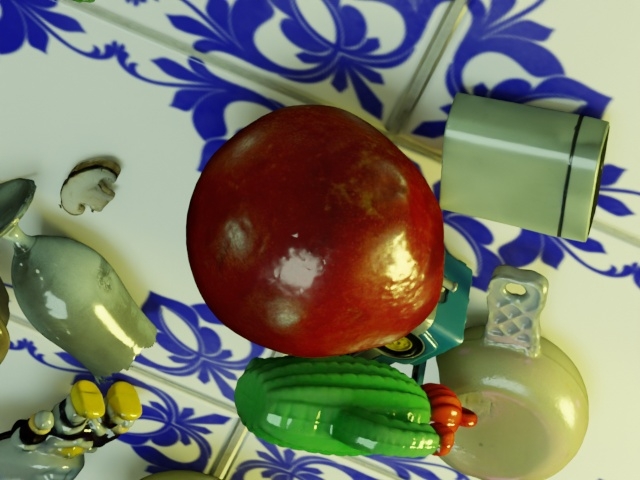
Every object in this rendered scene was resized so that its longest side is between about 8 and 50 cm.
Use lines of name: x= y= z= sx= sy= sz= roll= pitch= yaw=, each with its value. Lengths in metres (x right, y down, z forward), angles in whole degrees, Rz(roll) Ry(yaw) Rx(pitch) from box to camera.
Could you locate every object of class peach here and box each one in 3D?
peach: x=0.000 y=0.000 z=1.576 sx=0.243 sy=0.199 sz=0.243 roll=25 pitch=154 yaw=14

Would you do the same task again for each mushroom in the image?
mushroom: x=-0.220 y=-0.051 z=1.766 sx=0.049 sy=0.019 sz=0.101 roll=35 pitch=141 yaw=-16

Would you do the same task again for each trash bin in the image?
trash bin: x=0.170 y=-0.062 z=1.553 sx=0.130 sy=0.059 sz=0.116 roll=13 pitch=139 yaw=11

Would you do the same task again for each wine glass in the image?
wine glass: x=-0.254 y=0.042 z=1.827 sx=0.103 sy=0.103 sz=0.222 roll=-14 pitch=130 yaw=35

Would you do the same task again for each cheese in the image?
cheese: x=0.176 y=0.123 z=1.754 sx=0.163 sy=0.082 sz=0.286 roll=9 pitch=137 yaw=12

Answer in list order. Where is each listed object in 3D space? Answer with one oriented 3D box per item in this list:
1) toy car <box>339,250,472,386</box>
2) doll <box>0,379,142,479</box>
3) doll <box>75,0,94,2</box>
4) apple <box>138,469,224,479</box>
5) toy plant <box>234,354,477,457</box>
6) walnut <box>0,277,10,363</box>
toy car: x=0.074 y=0.082 z=1.732 sx=0.100 sy=0.097 sz=0.191 roll=33 pitch=140 yaw=-26
doll: x=-0.313 y=0.240 z=2.089 sx=0.316 sy=0.145 sz=0.103 roll=-39 pitch=80 yaw=41
doll: x=-0.184 y=-0.259 z=1.484 sx=0.115 sy=0.050 sz=0.190 roll=37 pitch=141 yaw=-9
apple: x=-0.152 y=0.385 z=2.069 sx=0.262 sy=0.262 sz=0.262 roll=12 pitch=141 yaw=10
toy plant: x=0.039 y=0.153 z=1.648 sx=0.240 sy=0.154 sz=0.088 roll=14 pitch=99 yaw=-11
walnut: x=-0.427 y=0.084 z=1.862 sx=0.224 sy=0.224 sz=0.224 roll=12 pitch=141 yaw=10
